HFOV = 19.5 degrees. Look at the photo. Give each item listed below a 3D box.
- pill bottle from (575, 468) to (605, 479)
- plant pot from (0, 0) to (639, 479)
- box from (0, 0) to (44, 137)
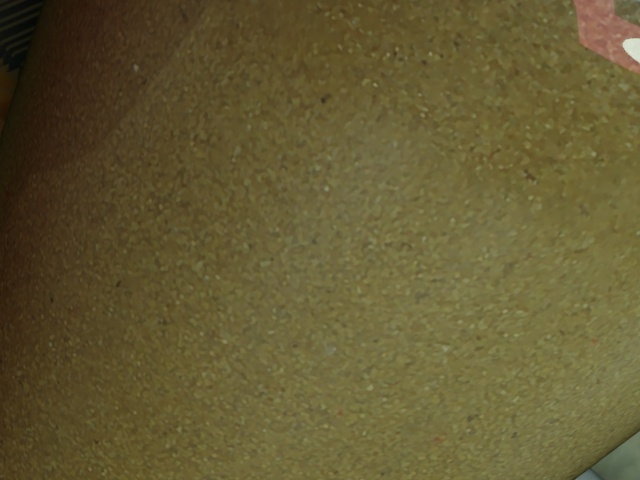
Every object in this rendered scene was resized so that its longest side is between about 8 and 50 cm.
[{"bbox_3d":[0.118,0.212,0.767,0.169,0.169,0.301,-43,130,7],"label":"pill bottle"},{"bbox_3d":[0.000,0.000,0.531,0.237,0.237,0.254,26,113,-24],"label":"plant pot"},{"bbox_3d":[-0.096,0.046,0.648,0.232,0.058,0.322,-14,122,-41],"label":"box"}]
